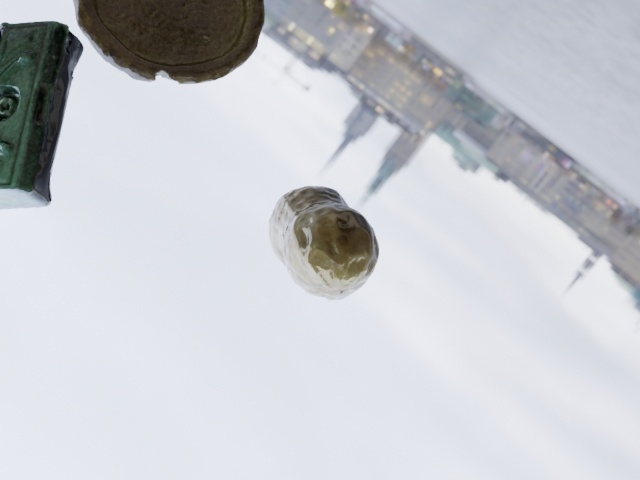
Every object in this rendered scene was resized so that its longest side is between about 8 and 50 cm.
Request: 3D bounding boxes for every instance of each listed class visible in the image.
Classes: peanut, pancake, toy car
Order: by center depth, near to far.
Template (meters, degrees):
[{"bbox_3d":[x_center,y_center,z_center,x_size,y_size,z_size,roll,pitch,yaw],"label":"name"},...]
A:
[{"bbox_3d":[-0.323,-0.080,0.935,0.321,0.141,0.097,-1,160,27],"label":"toy car"},{"bbox_3d":[-0.148,-0.241,1.205,0.199,0.199,0.021,37,161,-4],"label":"pancake"},{"bbox_3d":[0.000,0.000,1.267,0.098,0.103,0.229,23,-173,-14],"label":"peanut"}]
